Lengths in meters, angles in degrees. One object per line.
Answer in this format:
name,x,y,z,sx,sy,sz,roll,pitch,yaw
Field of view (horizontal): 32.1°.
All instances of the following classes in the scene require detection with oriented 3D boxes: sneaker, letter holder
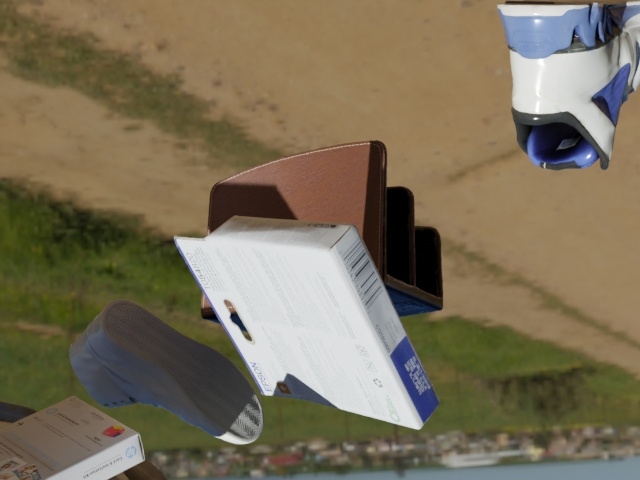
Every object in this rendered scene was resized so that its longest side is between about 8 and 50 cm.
sneaker,0.287,-0.172,1.216,0.127,0.182,0.316,14,-161,38
letter holder,0.000,0.000,1.532,0.302,0.214,0.152,-12,158,34
sneaker,-0.231,0.212,1.634,0.292,0.108,0.169,40,138,-12

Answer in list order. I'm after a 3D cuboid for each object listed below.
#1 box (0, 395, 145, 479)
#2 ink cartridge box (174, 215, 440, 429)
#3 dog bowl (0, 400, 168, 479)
box,-0.303,0.234,1.170,0.186,0.038,0.145,-25,-154,-36
ink cartridge box,-0.015,0.075,1.083,0.224,0.223,0.045,5,-139,44
dog bowl,-0.364,0.307,1.391,0.349,0.102,0.349,21,-179,0
